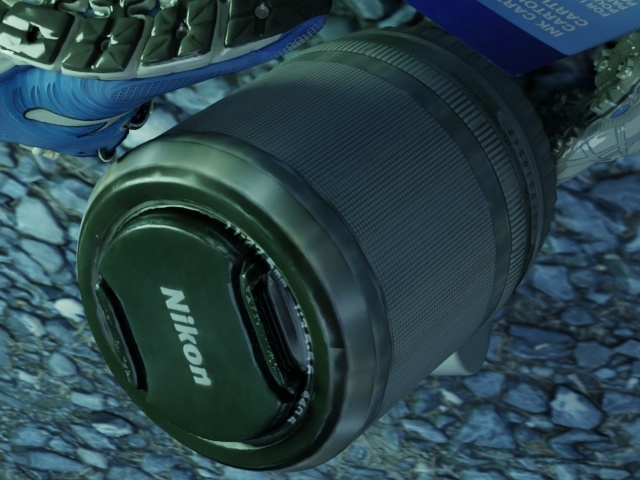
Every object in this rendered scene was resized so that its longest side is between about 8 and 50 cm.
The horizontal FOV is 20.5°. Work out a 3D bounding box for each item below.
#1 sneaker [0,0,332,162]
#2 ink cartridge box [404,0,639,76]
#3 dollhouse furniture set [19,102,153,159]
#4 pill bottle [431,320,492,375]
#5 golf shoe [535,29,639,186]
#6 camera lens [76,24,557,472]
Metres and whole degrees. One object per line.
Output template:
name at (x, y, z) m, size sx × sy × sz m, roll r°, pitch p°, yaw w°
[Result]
sneaker at (-0.128, -0.122, 0.993) m, size 0.330 × 0.130 × 0.147 m, roll -4°, pitch 164°, yaw 33°
ink cartridge box at (0.100, -0.232, 0.864) m, size 0.270 × 0.151 × 0.395 m, roll 31°, pitch 158°, yaw -23°
dollhouse furniture set at (-0.188, -0.069, 1.326) m, size 0.091 × 0.081 × 0.114 m, roll 23°, pitch 146°, yaw -10°
pill bottle at (0.021, 0.055, 1.386) m, size 0.208 × 0.119 × 0.119 m, roll 0°, pitch 143°, yaw 24°
golf shoe at (0.196, -0.071, 1.179) m, size 0.086 × 0.069 × 0.176 m, roll 21°, pitch 148°, yaw -18°
camera lens at (0.000, 0.000, 1.118) m, size 0.219 × 0.274 × 0.219 m, roll 19°, pitch 125°, yaw 30°
